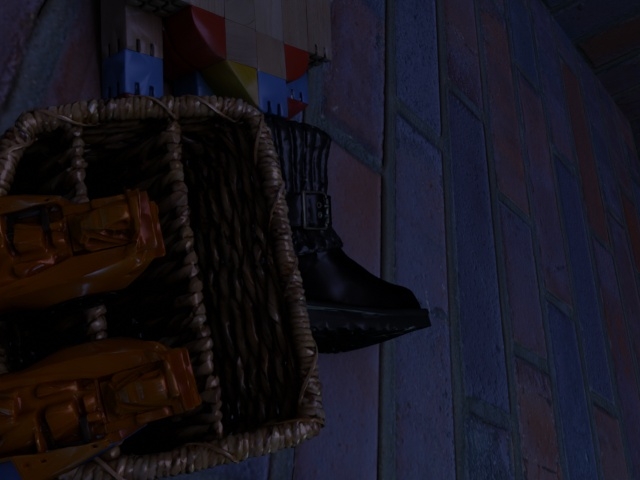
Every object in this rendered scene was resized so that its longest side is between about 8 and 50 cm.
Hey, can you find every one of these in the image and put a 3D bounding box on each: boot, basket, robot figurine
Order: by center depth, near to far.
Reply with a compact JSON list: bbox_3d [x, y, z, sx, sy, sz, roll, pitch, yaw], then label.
[{"bbox_3d":[-0.233,0.069,0.392,0.085,0.291,0.211,104,-29,-78],"label":"robot figurine"},{"bbox_3d":[-0.162,0.037,0.514,0.213,0.223,0.299,7,68,-49],"label":"basket"},{"bbox_3d":[0.002,-0.001,0.806,0.348,0.131,0.260,14,62,-46],"label":"boot"}]

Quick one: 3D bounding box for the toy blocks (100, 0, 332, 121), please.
[{"bbox_3d":[-0.113,-0.254,0.784,0.381,0.190,0.261,3,81,-49],"label":"toy blocks"}]
